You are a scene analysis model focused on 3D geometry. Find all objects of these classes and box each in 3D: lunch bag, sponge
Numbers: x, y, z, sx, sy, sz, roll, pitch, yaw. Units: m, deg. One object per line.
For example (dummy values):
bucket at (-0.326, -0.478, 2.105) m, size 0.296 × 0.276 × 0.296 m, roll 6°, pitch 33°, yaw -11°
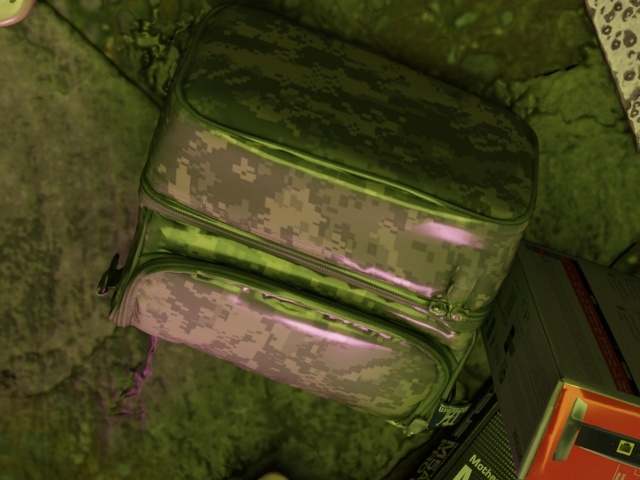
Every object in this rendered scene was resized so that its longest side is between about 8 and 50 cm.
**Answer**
lunch bag at (0.000, 0.000, 1.371) m, size 0.305 × 0.212 × 0.256 m, roll 19°, pitch 123°, yaw -5°
sponge at (0.274, -0.178, 1.394) m, size 0.117 × 0.031 × 0.210 m, roll -21°, pitch 105°, yaw 6°

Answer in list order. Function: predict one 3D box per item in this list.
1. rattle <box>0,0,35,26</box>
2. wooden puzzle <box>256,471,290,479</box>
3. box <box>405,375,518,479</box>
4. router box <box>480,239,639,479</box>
rattle at (-0.279, -0.199, 1.341) m, size 0.200 × 0.143 × 0.130 m, roll 2°, pitch 89°, yaw 6°
wooden puzzle at (-0.044, 0.343, 1.512) m, size 0.221 × 0.044 × 0.238 m, roll -38°, pitch 99°, yaw 11°
box at (0.181, 0.280, 1.484) m, size 0.270 × 0.060 × 0.216 m, roll 44°, pitch 79°, yaw -12°
router box at (0.285, 0.124, 1.331) m, size 0.301 × 0.335 × 0.082 m, roll 18°, pitch 106°, yaw -5°
